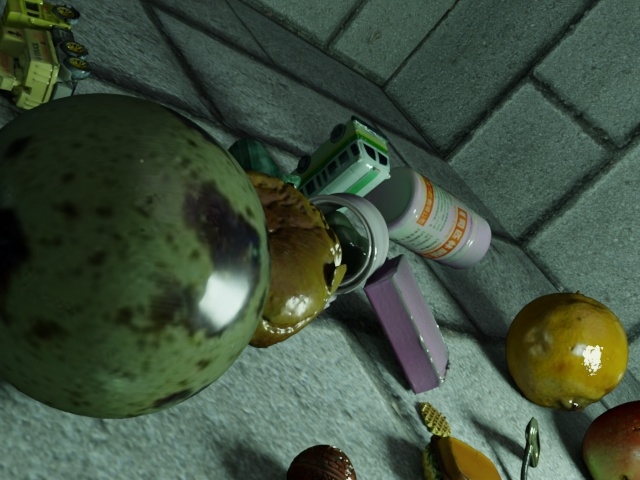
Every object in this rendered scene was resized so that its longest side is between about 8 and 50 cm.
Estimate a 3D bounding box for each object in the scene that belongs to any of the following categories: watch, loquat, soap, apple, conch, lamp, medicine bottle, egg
[{"bbox_3d":[0.000,0.000,1.347,0.244,0.231,0.196,50,24,7],"label":"watch"},{"bbox_3d":[0.667,0.302,1.813,0.328,0.328,0.328,36,23,-17],"label":"loquat"},{"bbox_3d":[0.188,0.173,1.428,0.259,0.081,0.181,63,19,-8],"label":"soap"},{"bbox_3d":[0.851,0.567,1.687,0.348,0.277,0.348,35,23,-18],"label":"apple"},{"bbox_3d":[-0.153,-0.138,1.487,0.202,0.134,0.196,33,-18,-9],"label":"conch"},{"bbox_3d":[0.500,0.540,1.403,0.283,0.124,0.203,56,4,36],"label":"lamp"},{"bbox_3d":[0.338,-0.058,2.059,0.388,0.219,0.219,26,27,-38],"label":"medicine bottle"},{"bbox_3d":[-0.243,0.002,0.772,0.345,0.345,0.428,18,22,-47],"label":"egg"}]

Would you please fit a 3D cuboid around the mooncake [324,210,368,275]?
[{"bbox_3d":[0.054,0.008,1.602,0.175,0.104,0.168,35,16,-27],"label":"mooncake"}]

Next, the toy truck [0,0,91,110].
[{"bbox_3d":[-0.531,-0.346,1.234,0.157,0.124,0.272,10,41,-38],"label":"toy truck"}]

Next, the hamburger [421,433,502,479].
[{"bbox_3d":[0.249,0.420,1.182,0.166,0.087,0.137,35,22,-22],"label":"hamburger"}]

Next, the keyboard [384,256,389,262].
[{"bbox_3d":[0.199,0.081,1.830,0.204,0.013,0.061,50,22,19],"label":"keyboard"}]

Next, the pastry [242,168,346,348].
[{"bbox_3d":[-0.116,0.020,1.139,0.356,0.164,0.356,23,42,-22],"label":"pastry"}]

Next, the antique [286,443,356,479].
[{"bbox_3d":[0.003,0.329,0.913,0.104,0.104,0.104,36,23,-17],"label":"antique"}]

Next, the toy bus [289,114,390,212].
[{"bbox_3d":[0.040,-0.159,1.661,0.134,0.276,0.164,25,39,-36],"label":"toy bus"}]

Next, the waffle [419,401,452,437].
[{"bbox_3d":[0.236,0.368,1.355,0.085,0.016,0.078,33,28,-22],"label":"waffle"}]
